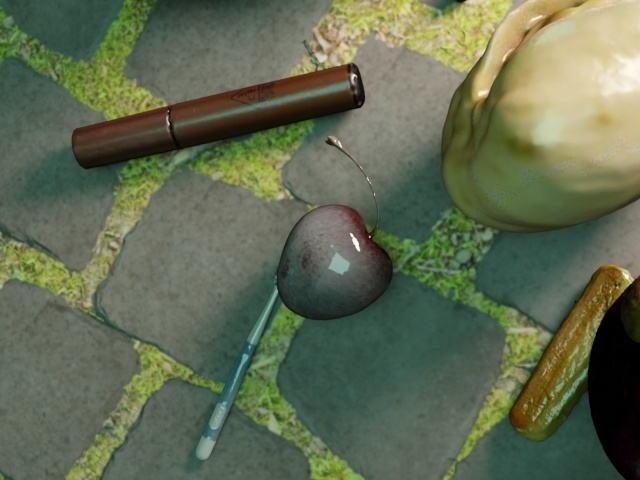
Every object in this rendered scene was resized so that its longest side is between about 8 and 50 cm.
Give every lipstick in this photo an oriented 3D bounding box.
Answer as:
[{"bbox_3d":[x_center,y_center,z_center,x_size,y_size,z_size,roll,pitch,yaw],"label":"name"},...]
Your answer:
[{"bbox_3d":[-0.124,-0.146,1.100,0.357,0.057,0.057,-11,88,13],"label":"lipstick"}]

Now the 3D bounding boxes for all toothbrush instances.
[{"bbox_3d":[-0.091,0.141,1.109,0.019,0.025,0.275,26,95,10],"label":"toothbrush"}]

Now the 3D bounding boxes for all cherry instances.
[{"bbox_3d":[-0.003,0.004,1.056,0.188,0.115,0.148,55,135,15],"label":"cherry"}]

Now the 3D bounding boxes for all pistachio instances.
[{"bbox_3d":[0.265,-0.133,0.935,0.321,0.229,0.238,-36,125,5],"label":"pistachio"}]

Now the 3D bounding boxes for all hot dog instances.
[{"bbox_3d":[0.284,0.128,1.016,0.066,0.047,0.215,34,98,47],"label":"hot dog"}]

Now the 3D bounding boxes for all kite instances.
[{"bbox_3d":[0.008,-0.205,1.098,0.044,0.002,0.078,-11,88,12],"label":"kite"}]

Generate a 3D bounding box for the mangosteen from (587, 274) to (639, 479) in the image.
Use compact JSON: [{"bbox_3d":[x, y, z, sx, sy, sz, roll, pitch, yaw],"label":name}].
[{"bbox_3d":[0.404,0.127,0.862,0.297,0.293,0.297,0,70,-1],"label":"mangosteen"}]
